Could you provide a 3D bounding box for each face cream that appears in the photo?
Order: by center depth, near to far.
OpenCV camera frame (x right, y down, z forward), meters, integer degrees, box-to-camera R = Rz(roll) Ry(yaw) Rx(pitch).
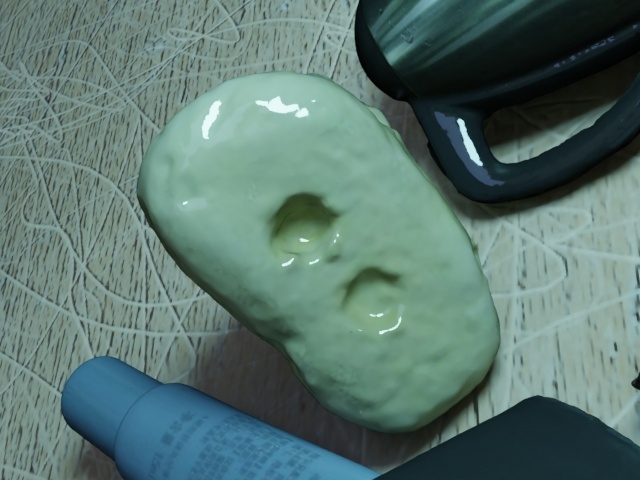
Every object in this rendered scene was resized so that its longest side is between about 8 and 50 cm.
[{"bbox_3d":[-0.056,0.176,0.800,0.385,0.086,0.135,21,76,43],"label":"face cream"}]

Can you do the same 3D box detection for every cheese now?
[{"bbox_3d":[0.001,-0.001,0.780,0.173,0.248,0.251,-40,46,9],"label":"cheese"}]

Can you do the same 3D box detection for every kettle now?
[{"bbox_3d":[0.154,-0.187,0.864,0.271,0.250,0.207,-31,12,28],"label":"kettle"}]

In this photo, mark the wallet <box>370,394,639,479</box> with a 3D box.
[{"bbox_3d":[0.035,0.203,0.530,0.406,0.062,0.228,-21,29,-31],"label":"wallet"}]

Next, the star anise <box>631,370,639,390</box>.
[{"bbox_3d":[0.290,0.047,0.591,0.220,0.099,0.214,-42,49,4],"label":"star anise"}]
